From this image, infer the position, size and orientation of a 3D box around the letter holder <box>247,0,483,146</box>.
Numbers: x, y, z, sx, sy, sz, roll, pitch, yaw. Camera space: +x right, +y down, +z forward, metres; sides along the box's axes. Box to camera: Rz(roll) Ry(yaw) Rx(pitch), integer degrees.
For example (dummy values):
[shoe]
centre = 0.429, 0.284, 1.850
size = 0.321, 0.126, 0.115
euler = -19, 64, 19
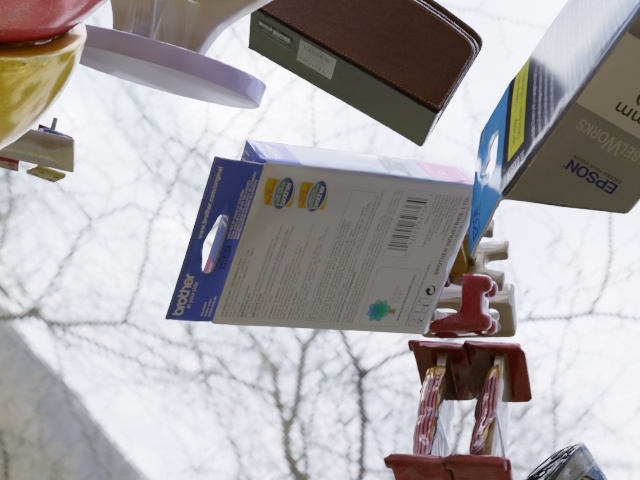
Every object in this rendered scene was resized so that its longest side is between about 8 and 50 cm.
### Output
[letter holder]
centre = 0.079, -0.316, 1.883
size = 0.302, 0.214, 0.152
euler = 31, -15, 4

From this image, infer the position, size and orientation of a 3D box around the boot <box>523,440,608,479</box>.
[boot]
centre = 0.210, 0.312, 1.137
size = 0.178, 0.236, 0.085
euler = 48, -27, 0

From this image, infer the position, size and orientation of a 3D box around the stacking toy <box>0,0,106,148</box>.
[stacking toy]
centre = -0.234, -0.159, 0.734
size = 0.350, 0.350, 0.480
euler = 31, -67, 31

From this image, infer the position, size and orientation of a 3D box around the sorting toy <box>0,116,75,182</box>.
[sorting toy]
centre = -0.409, -0.146, 1.851
size = 0.132, 0.046, 0.274
euler = 13, -15, -7

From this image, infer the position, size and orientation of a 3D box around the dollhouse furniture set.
[dollhouse furniture set]
centre = 0.152, 0.141, 1.565
size = 0.152, 0.201, 0.374
euler = -1, -48, 17

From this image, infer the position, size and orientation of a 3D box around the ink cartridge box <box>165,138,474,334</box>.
[ink cartridge box]
centre = 0.000, 0.000, 1.321
size = 0.065, 0.311, 0.186
euler = 49, -53, 48

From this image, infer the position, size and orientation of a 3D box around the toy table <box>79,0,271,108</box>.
[toy table]
centre = -0.178, -0.269, 1.559
size = 0.274, 0.161, 0.252
euler = 16, -5, 4

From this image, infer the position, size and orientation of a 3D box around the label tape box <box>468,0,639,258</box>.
[label tape box]
centre = 0.271, -0.151, 1.200
size = 0.115, 0.249, 0.347
euler = 27, -58, -6
